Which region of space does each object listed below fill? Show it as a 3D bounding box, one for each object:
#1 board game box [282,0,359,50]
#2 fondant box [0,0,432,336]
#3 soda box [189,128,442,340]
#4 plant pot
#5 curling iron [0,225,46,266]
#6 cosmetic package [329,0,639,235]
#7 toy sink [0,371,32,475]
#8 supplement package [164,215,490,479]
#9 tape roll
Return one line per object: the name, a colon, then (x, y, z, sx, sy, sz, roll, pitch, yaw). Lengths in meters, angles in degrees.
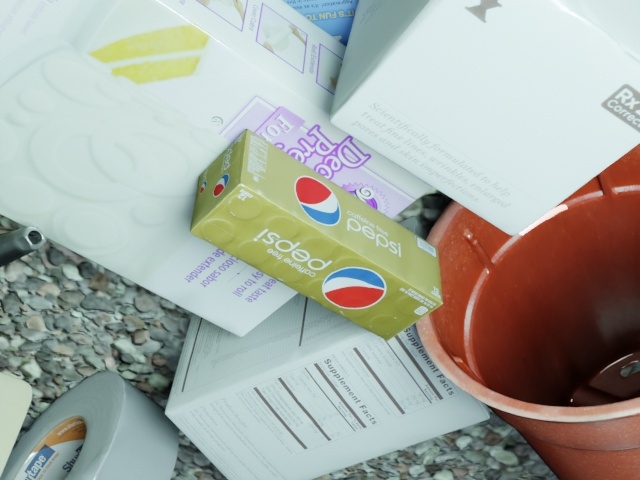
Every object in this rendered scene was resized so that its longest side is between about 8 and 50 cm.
board game box: (-0.111, -0.183, 0.699, 0.281, 0.027, 0.145, -5, 127, 8)
fondant box: (-0.116, -0.084, 0.703, 0.330, 0.096, 0.238, 30, 130, -27)
soda box: (0.000, 0.000, 0.675, 0.181, 0.058, 0.061, 31, 129, -26)
plant pot: (0.248, 0.090, 0.752, 0.272, 0.272, 0.265, -19, 132, 18)
curling iron: (-0.284, 0.023, 0.805, 0.068, 0.035, 0.274, 29, 151, -25)
cosmetic package: (0.118, -0.137, 0.603, 0.151, 0.183, 0.151, 30, 136, -17)
toy sink: (-0.392, 0.144, 0.878, 0.234, 0.152, 0.131, 23, 146, -12)
supplement package: (0.009, 0.108, 0.846, 0.244, 0.139, 0.134, -24, 121, 22)
tape roll: (-0.237, 0.235, 0.916, 0.219, 0.219, 0.072, -33, 119, 26)
